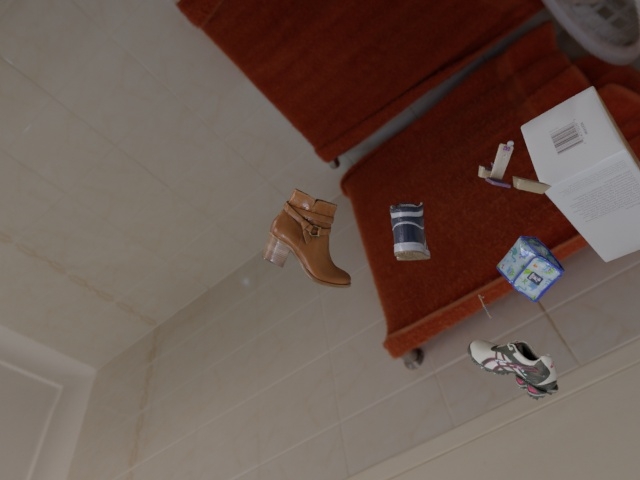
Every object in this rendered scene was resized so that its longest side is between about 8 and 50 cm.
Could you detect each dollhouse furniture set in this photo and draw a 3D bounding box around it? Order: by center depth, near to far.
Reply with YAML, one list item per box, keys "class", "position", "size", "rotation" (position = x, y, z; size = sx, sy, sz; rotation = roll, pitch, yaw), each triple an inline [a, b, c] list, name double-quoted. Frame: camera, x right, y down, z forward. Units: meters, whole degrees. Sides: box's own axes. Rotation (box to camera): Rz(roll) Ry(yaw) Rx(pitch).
- class: "dollhouse furniture set"
  position: [0.374, -0.142, 0.896]
  size: [0.115, 0.081, 0.091]
  rotation: [12, -162, -4]

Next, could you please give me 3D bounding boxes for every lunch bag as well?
- class: "lunch bag"
  position: [0.600, 0.081, 1.355]
  size: [0.096, 0.128, 0.151]
  rotation: [1, -139, -33]

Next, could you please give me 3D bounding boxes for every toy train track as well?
- class: "toy train track"
  position: [0.484, 0.191, 1.390]
  size: [0.048, 0.014, 0.083]
  rotation: [56, -165, -43]

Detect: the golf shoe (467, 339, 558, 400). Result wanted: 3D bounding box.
- class: "golf shoe"
  position: [0.519, 0.313, 1.291]
  size: [0.273, 0.105, 0.120]
  rotation: [22, 121, 56]

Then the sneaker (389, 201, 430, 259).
- class: "sneaker"
  position: [0.259, -0.023, 1.375]
  size: [0.282, 0.099, 0.153]
  rotation: [25, -119, -74]

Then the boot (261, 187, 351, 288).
- class: "boot"
  position: [0.000, 0.000, 0.922]
  size: [0.197, 0.152, 0.073]
  rotation: [24, -175, -19]

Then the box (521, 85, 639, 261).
- class: "box"
  position: [0.639, -0.139, 1.091]
  size: [0.345, 0.168, 0.214]
  rotation: [33, -138, -33]
